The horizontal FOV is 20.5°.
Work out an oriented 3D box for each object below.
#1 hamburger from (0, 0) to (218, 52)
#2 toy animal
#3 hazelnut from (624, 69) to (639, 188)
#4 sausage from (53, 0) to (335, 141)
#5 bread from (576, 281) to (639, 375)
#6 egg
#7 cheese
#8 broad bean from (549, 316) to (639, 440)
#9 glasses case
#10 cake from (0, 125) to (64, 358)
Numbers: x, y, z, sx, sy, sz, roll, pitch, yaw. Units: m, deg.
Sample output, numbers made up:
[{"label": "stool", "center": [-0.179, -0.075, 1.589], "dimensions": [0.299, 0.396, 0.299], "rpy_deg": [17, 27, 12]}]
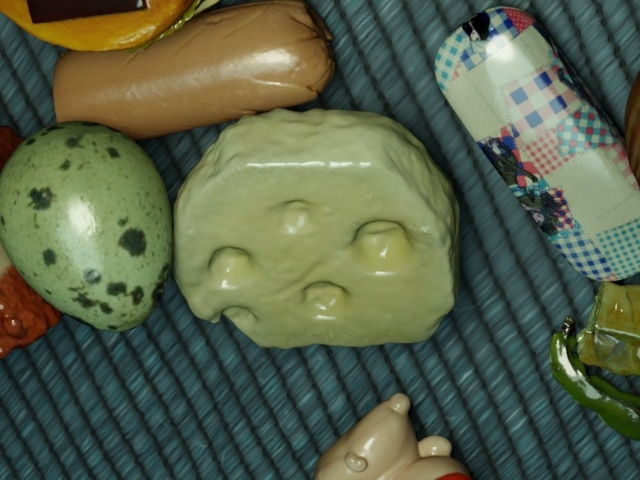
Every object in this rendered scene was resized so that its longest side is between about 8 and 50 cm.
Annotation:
[{"label": "hamburger", "center": [-0.196, -0.328, 1.761], "dimensions": [0.291, 0.225, 0.291], "rpy_deg": [6, 112, 17]}, {"label": "toy animal", "center": [0.096, 0.290, 2.007], "dimensions": [0.171, 0.171, 0.197], "rpy_deg": [-43, 80, 23]}, {"label": "hazelnut", "center": [0.411, -0.117, 1.772], "dimensions": [0.186, 0.210, 0.210], "rpy_deg": [-14, 113, -19]}, {"label": "sausage", "center": [-0.133, -0.178, 1.870], "dimensions": [0.304, 0.121, 0.121], "rpy_deg": [-11, 110, 15]}, {"label": "bread", "center": [0.414, 0.119, 1.912], "dimensions": [0.269, 0.098, 0.087], "rpy_deg": [15, 157, 5]}, {"label": "egg", "center": [-0.236, -0.013, 1.814], "dimensions": [0.177, 0.177, 0.228], "rpy_deg": [-28, 82, 20]}, {"label": "cheese", "center": [0.000, 0.000, 1.887], "dimensions": [0.326, 0.115, 0.318], "rpy_deg": [36, 126, -23]}, {"label": "broad bean", "center": [0.320, 0.173, 1.975], "dimensions": [0.061, 0.046, 0.195], "rpy_deg": [-43, 97, 7]}, {"label": "glasses case", "center": [0.247, -0.098, 1.856], "dimensions": [0.125, 0.076, 0.327], "rpy_deg": [-33, 104, 25]}, {"label": "cake", "center": [-0.450, 0.006, 1.930], "dimensions": [0.269, 0.270, 0.319], "rpy_deg": [-31, 102, 21]}]
